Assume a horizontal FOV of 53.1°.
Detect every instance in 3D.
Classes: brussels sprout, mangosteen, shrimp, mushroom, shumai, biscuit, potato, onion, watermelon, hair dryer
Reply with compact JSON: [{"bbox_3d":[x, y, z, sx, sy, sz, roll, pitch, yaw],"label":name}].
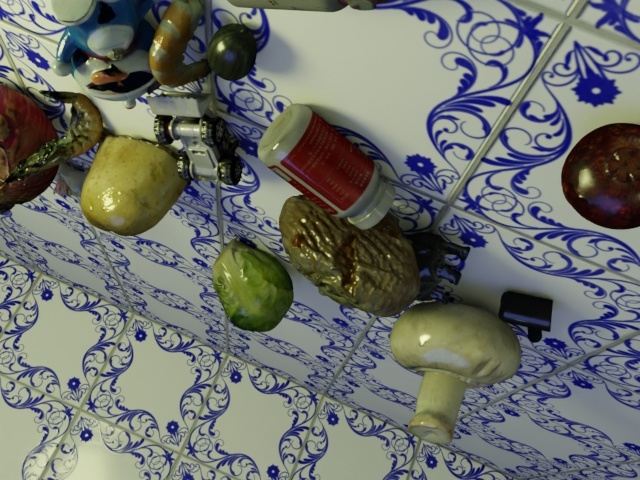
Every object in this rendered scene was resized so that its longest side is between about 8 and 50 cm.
[{"bbox_3d":[-0.197,0.130,1.803,0.271,0.210,0.219,52,168,-19],"label":"brussels sprout"},{"bbox_3d":[0.417,-0.075,0.906,0.156,0.146,0.181,15,154,14],"label":"mangosteen"},{"bbox_3d":[-0.610,-0.236,1.407,0.051,0.262,0.198,45,159,31],"label":"shrimp"},{"bbox_3d":[0.305,0.266,1.528,0.315,0.356,0.315,14,116,32],"label":"mushroom"},{"bbox_3d":[-0.214,-0.326,1.068,0.049,0.161,0.166,37,-162,18],"label":"shrimp"},{"bbox_3d":[0.039,0.068,1.345,0.346,0.217,0.283,40,144,21],"label":"shumai"},{"bbox_3d":[-0.522,-0.252,1.545,0.082,0.016,0.092,7,150,33],"label":"biscuit"},{"bbox_3d":[-0.459,-0.113,1.522,0.285,0.242,0.242,6,150,33],"label":"potato"},{"bbox_3d":[-0.807,-0.209,1.509,0.353,0.354,0.353,20,155,10],"label":"onion"},{"bbox_3d":[-0.142,-0.304,1.033,0.078,0.078,0.111,28,155,-8],"label":"watermelon"},{"bbox_3d":[0.484,0.190,1.496,0.114,0.070,0.248,12,161,23],"label":"hair dryer"}]

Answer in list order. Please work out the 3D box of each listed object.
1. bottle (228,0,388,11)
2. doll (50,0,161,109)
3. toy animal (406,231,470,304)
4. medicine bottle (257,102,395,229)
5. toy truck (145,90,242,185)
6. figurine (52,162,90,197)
[{"bbox_3d":[-0.010,-0.342,0.799,0.233,0.110,0.110,13,153,24],"label":"bottle"},{"bbox_3d":[-0.337,-0.327,1.042,0.161,0.215,0.257,60,171,10],"label":"doll"},{"bbox_3d":[0.217,0.082,1.453,0.168,0.106,0.343,25,159,-5],"label":"toy animal"},{"bbox_3d":[0.014,-0.131,1.173,0.250,0.131,0.131,35,153,-24],"label":"medicine bottle"},{"bbox_3d":[-0.238,-0.208,1.269,0.136,0.111,0.286,6,150,14],"label":"toy truck"},{"bbox_3d":[-0.718,-0.171,1.784,0.146,0.098,0.081,20,168,5],"label":"figurine"}]
